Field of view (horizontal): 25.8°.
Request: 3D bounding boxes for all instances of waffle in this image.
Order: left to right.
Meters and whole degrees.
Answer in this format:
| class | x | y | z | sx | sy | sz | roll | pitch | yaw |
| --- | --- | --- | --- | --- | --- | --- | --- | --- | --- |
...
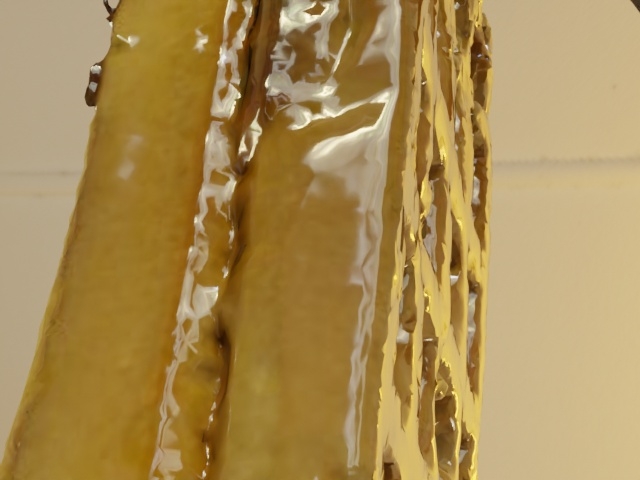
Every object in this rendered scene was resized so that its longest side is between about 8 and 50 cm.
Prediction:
| class | x | y | z | sx | sy | sz | roll | pitch | yaw |
| --- | --- | --- | --- | --- | --- | --- | --- | --- | --- |
| waffle | 0.000 | 0.000 | 0.446 | 0.098 | 0.327 | 0.224 | 2 | -28 | 12 |

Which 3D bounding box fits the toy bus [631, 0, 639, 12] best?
| class | x | y | z | sx | sy | sz | roll | pitch | yaw |
| --- | --- | --- | --- | --- | --- | --- | --- | --- | --- |
| toy bus | 0.108 | -0.159 | 0.520 | 0.190 | 0.064 | 0.075 | 55 | -31 | 4 |
